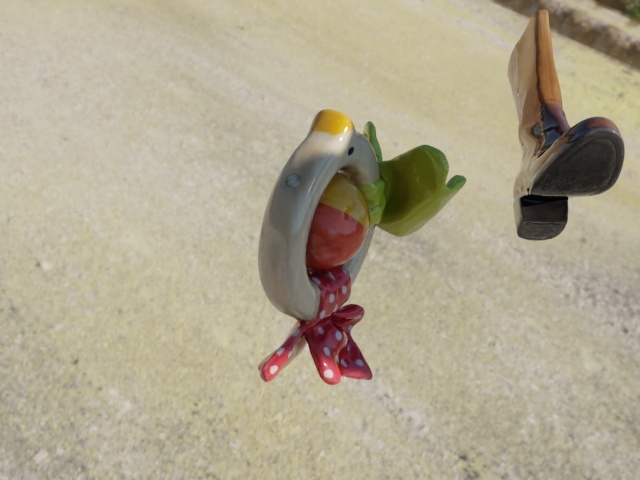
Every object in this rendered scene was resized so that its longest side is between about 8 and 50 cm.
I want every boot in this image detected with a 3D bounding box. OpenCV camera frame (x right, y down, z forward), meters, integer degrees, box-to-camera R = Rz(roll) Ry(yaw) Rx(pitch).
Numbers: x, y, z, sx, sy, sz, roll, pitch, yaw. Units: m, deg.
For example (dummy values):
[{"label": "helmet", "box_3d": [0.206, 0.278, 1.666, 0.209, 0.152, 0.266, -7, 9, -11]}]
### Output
[{"label": "boot", "box_3d": [0.307, -0.175, 1.096, 0.096, 0.264, 0.281, 1, 67, 3]}]

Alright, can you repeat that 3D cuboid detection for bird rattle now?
[{"label": "bird rattle", "box_3d": [0.000, 0.000, 0.735, 0.143, 0.254, 0.207, 26, -13, 30]}]
